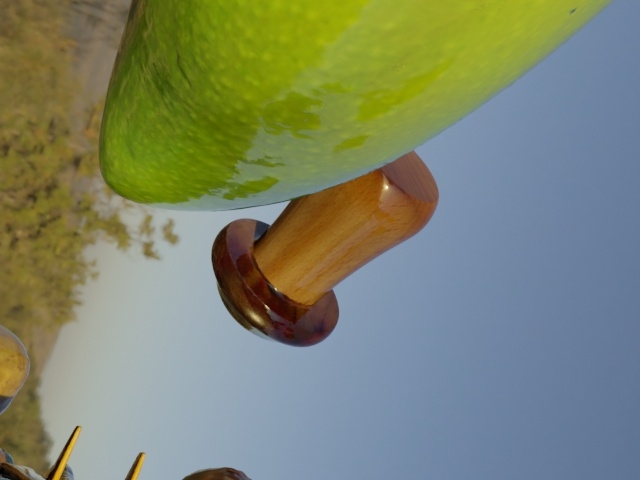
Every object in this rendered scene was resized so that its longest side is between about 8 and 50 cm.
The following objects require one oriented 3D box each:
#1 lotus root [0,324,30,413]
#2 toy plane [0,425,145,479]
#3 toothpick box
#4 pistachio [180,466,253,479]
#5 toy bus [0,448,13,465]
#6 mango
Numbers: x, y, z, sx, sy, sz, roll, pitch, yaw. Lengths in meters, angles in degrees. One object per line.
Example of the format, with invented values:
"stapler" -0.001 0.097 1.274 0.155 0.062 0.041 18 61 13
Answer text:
"lotus root" -0.375 0.118 1.012 0.125 0.221 0.118 -43 -121 27
"toy plane" -0.217 0.221 0.876 0.316 0.204 0.103 -36 -148 63
"toothpick box" 0.000 0.000 1.338 0.294 0.192 0.192 -43 -157 26
"pistachio" -0.098 0.225 0.873 0.089 0.049 0.173 -26 -167 3
"toy bus" -0.390 0.340 1.073 0.194 0.162 0.323 72 0 -53
"mango" 0.011 -0.108 0.448 0.343 0.156 0.192 -39 176 41
